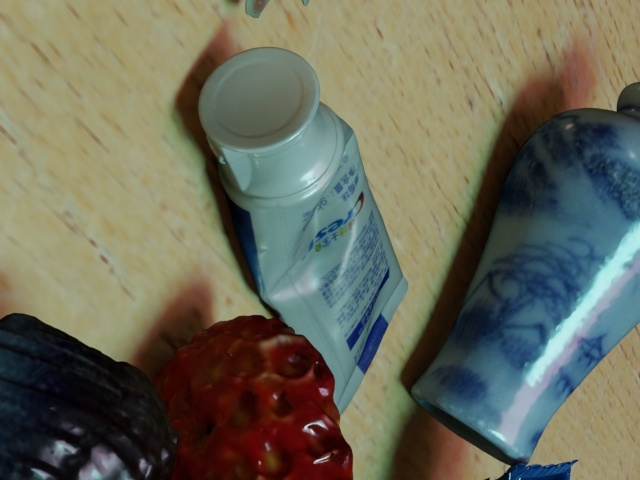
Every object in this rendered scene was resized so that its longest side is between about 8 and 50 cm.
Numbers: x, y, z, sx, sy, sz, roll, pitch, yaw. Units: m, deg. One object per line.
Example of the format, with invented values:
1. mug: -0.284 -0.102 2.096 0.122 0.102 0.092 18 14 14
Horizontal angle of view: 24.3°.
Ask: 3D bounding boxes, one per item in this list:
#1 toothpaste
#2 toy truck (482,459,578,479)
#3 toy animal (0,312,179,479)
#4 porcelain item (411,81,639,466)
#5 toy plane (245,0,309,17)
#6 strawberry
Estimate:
1. toothpaste: 0.000 0.000 0.782 0.096 0.061 0.266 -61 154 -21
2. toy truck: 0.106 0.239 0.942 0.208 0.126 0.113 -55 153 14
3. toy animal: -0.103 0.145 0.567 0.116 0.179 0.219 -34 138 -80
4. porcelain item: 0.163 0.018 0.966 0.259 0.141 0.141 -58 146 -9
5. toy plane: 0.001 -0.149 0.711 0.121 0.031 0.049 -53 156 -19
6. strawberry: -0.057 0.153 0.686 0.111 0.190 0.237 0 80 -32
